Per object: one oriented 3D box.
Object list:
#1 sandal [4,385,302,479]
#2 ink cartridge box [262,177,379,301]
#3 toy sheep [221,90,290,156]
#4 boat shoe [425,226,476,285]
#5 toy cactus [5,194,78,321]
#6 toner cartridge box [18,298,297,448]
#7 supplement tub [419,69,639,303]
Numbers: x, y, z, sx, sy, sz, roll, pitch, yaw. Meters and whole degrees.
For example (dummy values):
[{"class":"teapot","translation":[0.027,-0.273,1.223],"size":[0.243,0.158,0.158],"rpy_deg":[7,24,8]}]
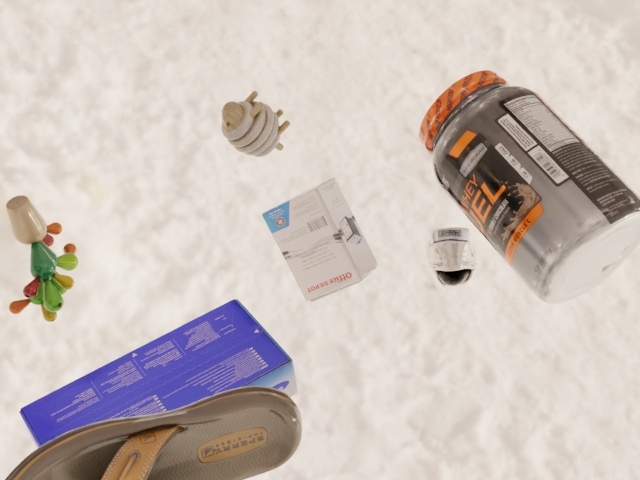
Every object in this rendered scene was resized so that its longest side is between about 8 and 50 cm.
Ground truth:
[{"class":"sandal","translation":[-0.109,0.161,0.684],"size":[0.219,0.090,0.060],"rpy_deg":[-14,32,-15]},{"class":"ink cartridge box","translation":[0.000,0.000,1.960],"size":[0.082,0.140,0.190],"rpy_deg":[-36,100,-55]},{"class":"toy sheep","translation":[-0.099,-0.170,1.588],"size":[0.132,0.091,0.091],"rpy_deg":[34,28,-38]},{"class":"boat shoe","translation":[0.243,0.041,1.912],"size":[0.096,0.267,0.088],"rpy_deg":[-3,79,3]},{"class":"toy cactus","translation":[-0.431,0.012,1.574],"size":[0.112,0.180,0.219],"rpy_deg":[-13,39,1]},{"class":"toner cartridge box","translation":[-0.222,0.223,1.463],"size":[0.348,0.075,0.165],"rpy_deg":[-27,44,-20]},{"class":"supplement tub","translation":[0.310,-0.088,1.579],"size":[0.207,0.207,0.338],"rpy_deg":[-15,55,-36]}]
